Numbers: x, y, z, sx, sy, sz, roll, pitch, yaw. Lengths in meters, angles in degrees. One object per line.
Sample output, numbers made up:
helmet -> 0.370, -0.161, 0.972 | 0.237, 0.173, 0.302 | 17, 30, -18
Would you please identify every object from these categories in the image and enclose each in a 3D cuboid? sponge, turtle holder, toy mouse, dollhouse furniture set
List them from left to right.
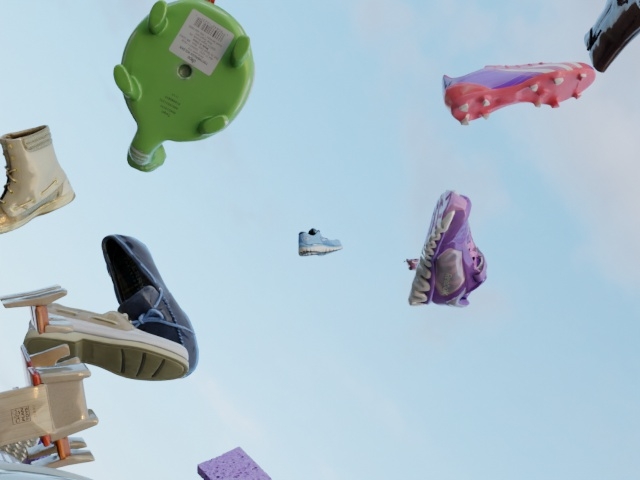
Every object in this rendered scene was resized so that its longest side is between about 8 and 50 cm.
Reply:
dollhouse furniture set -> -0.415, 0.212, 1.188 | 0.259, 0.135, 0.261 | -173, -105, -65
turtle holder -> -0.245, -0.282, 1.537 | 0.227, 0.244, 0.320 | -106, -162, -80
sponge -> -0.178, 0.543, 1.838 | 0.210, 0.117, 0.031 | 28, -55, 48
toy mouse -> 0.246, 0.054, 1.878 | 0.161, 0.143, 0.031 | -5, -87, 34

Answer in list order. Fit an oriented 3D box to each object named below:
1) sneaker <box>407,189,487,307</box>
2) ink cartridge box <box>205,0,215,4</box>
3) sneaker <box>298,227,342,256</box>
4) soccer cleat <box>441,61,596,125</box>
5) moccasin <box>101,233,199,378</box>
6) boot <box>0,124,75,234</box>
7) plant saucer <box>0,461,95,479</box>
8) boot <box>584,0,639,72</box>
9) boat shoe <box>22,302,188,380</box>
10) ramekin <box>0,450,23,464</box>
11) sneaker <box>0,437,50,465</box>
sneaker -> 0.199, 0.022, 1.198 | 0.105, 0.095, 0.236 | 17, -39, 9
ink cartridge box -> -0.339, -0.679, 1.833 | 0.275, 0.060, 0.238 | 22, -64, 1
sneaker -> 0.000, 0.000, 2.137 | 0.063, 0.162, 0.073 | -19, -102, 34
soccer cleat -> 0.321, -0.260, 1.339 | 0.083, 0.248, 0.095 | 74, 2, -59
moccasin -> -0.371, 0.137, 1.678 | 0.342, 0.138, 0.117 | 54, 8, 23
boot -> -0.708, -0.136, 1.870 | 0.095, 0.262, 0.203 | 26, -45, 46
plant saucer -> -0.223, 0.250, 0.560 | 0.100, 0.401, 0.400 | -98, -176, -46
boot -> 0.521, -0.355, 1.342 | 0.090, 0.248, 0.206 | 15, -47, -9
boat shoe -> -0.392, 0.183, 1.539 | 0.303, 0.103, 0.113 | 15, -47, -15
ramekin -> -0.567, 0.464, 1.305 | 0.135, 0.277, 0.277 | 10, -50, 64
sneaker -> -0.636, 0.435, 1.789 | 0.102, 0.146, 0.293 | 30, -63, 8
